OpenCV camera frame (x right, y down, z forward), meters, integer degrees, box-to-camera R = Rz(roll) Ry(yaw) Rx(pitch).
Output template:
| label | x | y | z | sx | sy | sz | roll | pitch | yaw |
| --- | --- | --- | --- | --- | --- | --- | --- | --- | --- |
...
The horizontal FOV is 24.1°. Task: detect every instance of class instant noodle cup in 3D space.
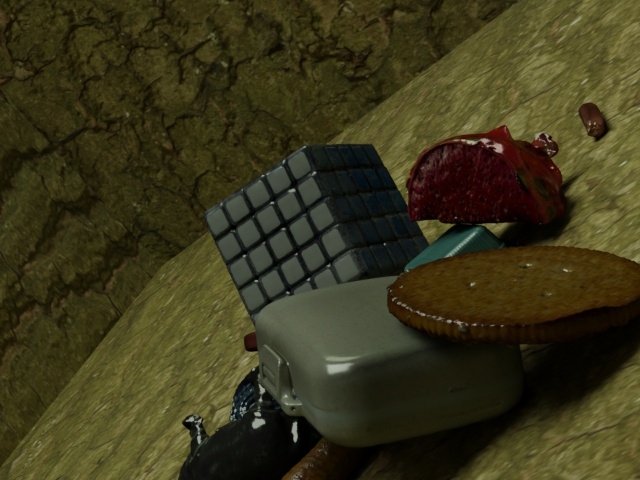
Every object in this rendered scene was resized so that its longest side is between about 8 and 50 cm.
| label | x | y | z | sx | sy | sz | roll | pitch | yaw |
| --- | --- | --- | --- | --- | --- | --- | --- | --- | --- |
| instant noodle cup | 0.196 | 0.035 | 2.180 | 0.157 | 0.070 | 0.179 | -41 | 9 | -9 |

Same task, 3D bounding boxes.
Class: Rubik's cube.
| label | x | y | z | sx | sy | sz | roll | pitch | yaw |
| --- | --- | --- | --- | --- | --- | --- | --- | --- | --- |
| Rubik's cube | 0.000 | 0.000 | 2.388 | 0.238 | 0.237 | 0.237 | -35 | -15 | 29 |

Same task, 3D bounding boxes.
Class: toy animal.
| label | x | y | z | sx | sy | sz | roll | pitch | yaw |
| --- | --- | --- | --- | --- | --- | --- | --- | --- | --- |
| toy animal | -0.139 | 0.319 | 1.974 | 0.343 | 0.106 | 0.168 | -49 | 40 | 22 |

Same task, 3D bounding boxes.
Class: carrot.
| label | x | y | z | sx | sy | sz | roll | pitch | yaw |
| --- | --- | --- | --- | --- | --- | --- | --- | --- | --- |
| carrot | 0.022 | 0.267 | 1.873 | 0.260 | 0.070 | 0.070 | -46 | 11 | -27 |

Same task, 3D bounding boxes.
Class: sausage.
| label | x | y | z | sx | sy | sz | roll | pitch | yaw |
| --- | --- | --- | --- | --- | --- | --- | --- | --- | --- |
| sausage | 0.427 | -0.191 | 2.355 | 0.030 | 0.035 | 0.147 | -7 | 17 | 6 |

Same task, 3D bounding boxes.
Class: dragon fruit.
| label | x | y | z | sx | sy | sz | roll | pitch | yaw |
| --- | --- | --- | --- | --- | --- | --- | --- | --- | --- |
| dragon fruit | 0.265 | -0.103 | 2.178 | 0.262 | 0.134 | 0.211 | 1 | 11 | 44 |

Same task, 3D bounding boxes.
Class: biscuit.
| label | x | y | z | sx | sy | sz | roll | pitch | yaw |
| --- | --- | --- | --- | --- | --- | --- | --- | --- | --- |
| biscuit | 0.222 | 0.062 | 1.670 | 0.305 | 0.038 | 0.305 | -5 | 15 | 1 |

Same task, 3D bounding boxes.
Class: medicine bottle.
| label | x | y | z | sx | sy | sz | roll | pitch | yaw |
| --- | --- | --- | --- | --- | --- | --- | --- | --- | --- |
| medicine bottle | 0.072 | 0.133 | 1.781 | 0.282 | 0.123 | 0.375 | -12 | 13 | -14 |

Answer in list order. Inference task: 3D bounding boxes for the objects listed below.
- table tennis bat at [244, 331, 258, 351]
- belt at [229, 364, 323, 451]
| label | x | y | z | sx | sy | sz | roll | pitch | yaw |
| --- | --- | --- | --- | --- | --- | --- | --- | --- | --- |
| table tennis bat | 0.025 | 0.132 | 2.181 | 0.268 | 0.051 | 0.415 | -9 | -5 | -1 |
| belt | -0.014 | 0.224 | 2.050 | 0.218 | 0.128 | 0.122 | -30 | 46 | 42 |
